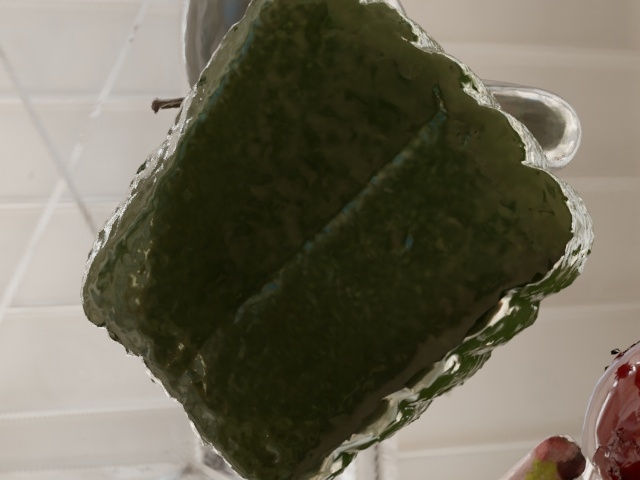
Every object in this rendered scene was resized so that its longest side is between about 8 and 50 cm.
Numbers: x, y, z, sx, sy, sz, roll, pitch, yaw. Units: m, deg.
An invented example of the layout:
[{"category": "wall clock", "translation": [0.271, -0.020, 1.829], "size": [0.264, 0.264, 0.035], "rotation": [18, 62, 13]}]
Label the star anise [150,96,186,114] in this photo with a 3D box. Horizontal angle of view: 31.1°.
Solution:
[{"category": "star anise", "translation": [-0.069, -0.167, 1.348], "size": [0.262, 0.230, 0.081], "rotation": [8, -104, 16]}]

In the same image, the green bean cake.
[{"category": "green bean cake", "translation": [0.000, 0.000, 0.639], "size": [0.248, 0.125, 0.222], "rotation": [-45, -104, 11]}]

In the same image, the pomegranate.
[{"category": "pomegranate", "translation": [0.318, 0.171, 0.892], "size": [0.235, 0.210, 0.210], "rotation": [30, -103, 2]}]

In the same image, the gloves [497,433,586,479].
[{"category": "gloves", "translation": [0.158, 0.239, 0.806], "size": [0.126, 0.241, 0.145], "rotation": [37, -137, -18]}]

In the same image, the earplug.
[{"category": "earplug", "translation": [0.042, -0.125, 0.886], "size": [0.325, 0.214, 0.175], "rotation": [28, -91, 1]}]
